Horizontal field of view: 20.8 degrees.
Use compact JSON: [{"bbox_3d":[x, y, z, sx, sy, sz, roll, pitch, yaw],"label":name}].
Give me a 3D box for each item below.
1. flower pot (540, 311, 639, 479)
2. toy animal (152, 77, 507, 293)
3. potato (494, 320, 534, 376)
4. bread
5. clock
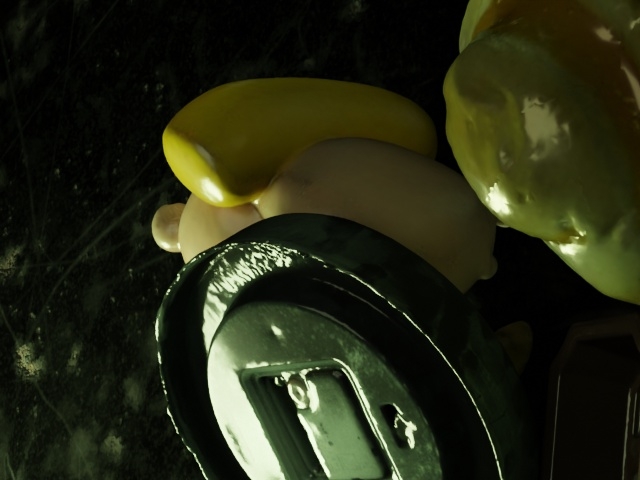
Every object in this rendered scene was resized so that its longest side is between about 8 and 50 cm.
[{"bbox_3d":[0.254,0.190,1.410,0.179,0.084,0.251,161,116,-69],"label":"flower pot"},{"bbox_3d":[0.014,-0.006,1.699,0.345,0.277,0.247,29,123,18],"label":"toy animal"},{"bbox_3d":[0.160,0.116,1.604,0.093,0.036,0.037,-56,40,22],"label":"potato"},{"bbox_3d":[0.260,-0.102,1.314,0.210,0.341,0.300,-51,40,38],"label":"bread"},{"bbox_3d":[0.020,0.153,1.562,0.386,0.076,0.386,23,132,29],"label":"clock"}]
